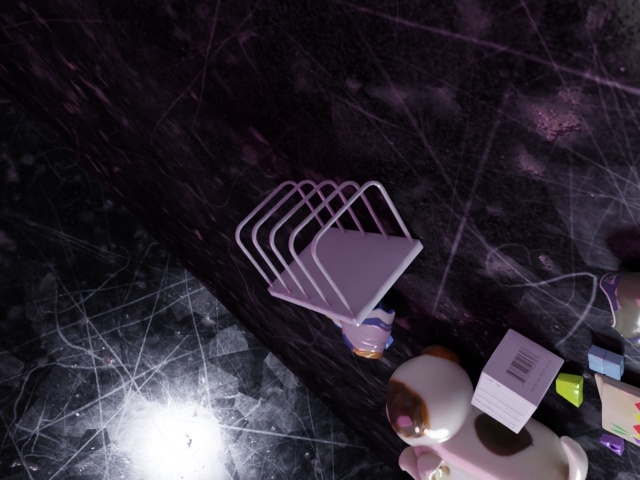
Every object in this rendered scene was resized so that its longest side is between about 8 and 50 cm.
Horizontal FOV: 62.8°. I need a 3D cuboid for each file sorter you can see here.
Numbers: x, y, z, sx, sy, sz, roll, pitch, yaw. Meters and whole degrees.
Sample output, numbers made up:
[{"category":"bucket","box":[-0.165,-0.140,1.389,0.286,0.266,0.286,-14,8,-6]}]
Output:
[{"category":"file sorter","box":[0.000,0.000,0.964,0.277,0.193,0.173,9,140,54]}]

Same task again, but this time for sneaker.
[{"category":"sneaker","box":[0.084,0.147,1.245,0.111,0.131,0.296,13,-161,-34]},{"category":"sneaker","box":[0.410,0.107,0.653,0.192,0.064,0.086,53,163,-26]}]

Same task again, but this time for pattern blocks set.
[{"category":"pattern blocks set","box":[0.526,0.291,0.846,0.285,0.026,0.325,26,154,34]}]

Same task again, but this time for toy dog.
[{"category":"toy dog","box":[0.313,0.433,1.147,0.408,0.284,0.395,41,153,4]}]

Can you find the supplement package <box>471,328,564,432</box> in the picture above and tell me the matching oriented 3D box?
[{"category":"supplement package","box":[0.358,0.263,0.971,0.105,0.105,0.179,31,157,25]}]

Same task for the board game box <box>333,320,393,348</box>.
[{"category":"board game box","box":[0.090,0.208,1.417,0.201,0.035,0.136,16,147,48]}]
